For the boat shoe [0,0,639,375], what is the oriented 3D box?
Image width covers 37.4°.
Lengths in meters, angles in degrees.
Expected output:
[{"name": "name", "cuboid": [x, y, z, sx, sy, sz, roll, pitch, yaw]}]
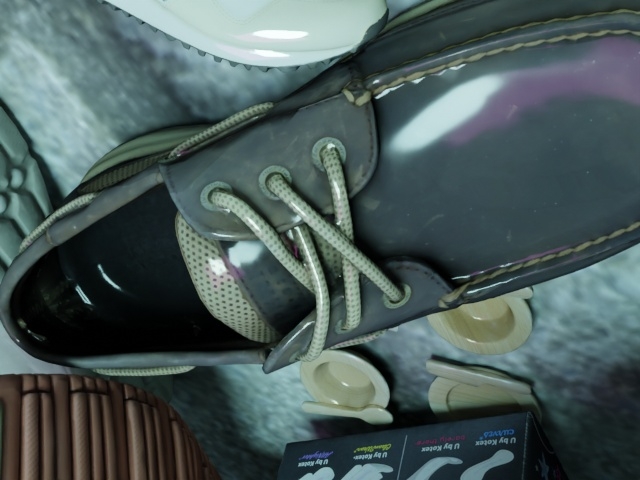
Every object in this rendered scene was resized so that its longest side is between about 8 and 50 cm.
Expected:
[{"name": "boat shoe", "cuboid": [0.000, 0.000, 0.393, 0.355, 0.130, 0.132, -18, 111, 38]}]

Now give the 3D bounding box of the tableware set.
[{"name": "tableware set", "cuboid": [0.050, 0.058, 0.513, 0.141, 0.020, 0.168, 9, 133, 20]}]

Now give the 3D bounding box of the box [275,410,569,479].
[{"name": "box", "cuboid": [0.084, 0.238, 0.550, 0.163, 0.142, 0.247, -14, 125, 27]}]

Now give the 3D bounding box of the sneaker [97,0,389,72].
[{"name": "sneaker", "cuboid": [-0.049, -0.120, 0.344, 0.161, 0.057, 0.075, 24, 139, 13]}]

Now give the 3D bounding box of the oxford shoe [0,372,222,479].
[{"name": "oxford shoe", "cuboid": [-0.120, 0.183, 0.526, 0.147, 0.140, 0.397, -12, 148, 15]}]

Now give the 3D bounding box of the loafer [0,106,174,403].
[{"name": "loafer", "cuboid": [-0.199, 0.020, 0.539, 0.111, 0.112, 0.319, -9, 126, 23]}]
